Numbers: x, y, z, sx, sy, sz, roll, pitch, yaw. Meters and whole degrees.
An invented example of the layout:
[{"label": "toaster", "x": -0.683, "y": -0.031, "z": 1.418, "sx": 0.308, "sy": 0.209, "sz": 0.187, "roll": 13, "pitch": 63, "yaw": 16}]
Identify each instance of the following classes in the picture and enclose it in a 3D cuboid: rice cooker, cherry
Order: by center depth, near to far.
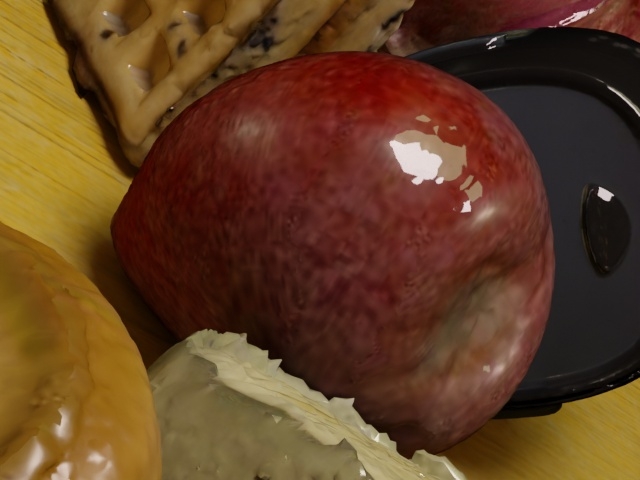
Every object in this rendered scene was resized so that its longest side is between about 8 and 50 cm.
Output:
[{"label": "cherry", "x": 0.010, "y": -0.002, "z": 1.031, "sx": 0.239, "sy": 0.206, "sz": 0.239, "roll": 49, "pitch": -14, "yaw": 16}, {"label": "rice cooker", "x": 0.130, "y": -0.017, "z": 1.211, "sx": 0.267, "sy": 0.267, "sz": 0.224, "roll": 46, "pitch": 17, "yaw": 1}]

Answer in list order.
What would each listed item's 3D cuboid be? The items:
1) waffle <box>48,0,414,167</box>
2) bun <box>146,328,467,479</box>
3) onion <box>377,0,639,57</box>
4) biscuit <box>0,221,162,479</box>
[{"label": "waffle", "x": -0.076, "y": -0.245, "z": 1.234, "sx": 0.114, "sy": 0.261, "sz": 0.376, "roll": 16, "pitch": 37, "yaw": -42}, {"label": "bun", "x": 0.007, "y": 0.160, "z": 0.842, "sx": 0.259, "sy": 0.152, "sz": 0.259, "roll": 33, "pitch": -1, "yaw": 1}, {"label": "onion", "x": 0.133, "y": -0.208, "z": 1.497, "sx": 0.354, "sy": 0.353, "sz": 0.353, "roll": 36, "pitch": 26, "yaw": -21}, {"label": "biscuit", "x": -0.196, "y": 0.065, "z": 0.585, "sx": 0.296, "sy": 0.102, "sz": 0.296, "roll": 2, "pitch": 31, "yaw": -1}]
